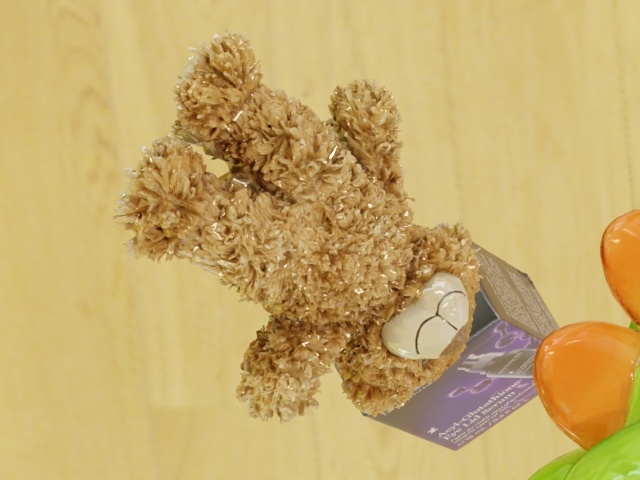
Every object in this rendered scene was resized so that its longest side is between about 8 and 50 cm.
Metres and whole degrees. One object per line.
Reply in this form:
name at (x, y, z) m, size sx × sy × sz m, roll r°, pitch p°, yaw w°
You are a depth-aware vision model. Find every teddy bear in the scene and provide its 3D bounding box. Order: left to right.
teddy bear at (0.000, 0.000, 1.369) m, size 0.113 × 0.245 × 0.338 m, roll -7°, pitch 127°, yaw 44°

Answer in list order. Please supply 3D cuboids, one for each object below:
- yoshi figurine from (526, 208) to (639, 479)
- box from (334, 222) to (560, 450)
yoshi figurine at (0.224, 0.056, 0.620) m, size 0.362 × 0.203 × 0.203 m, roll -30°, pitch 50°, yaw -24°
box at (0.114, 0.091, 1.743) m, size 0.153 × 0.207 × 0.108 m, roll -37°, pitch 62°, yaw 16°
